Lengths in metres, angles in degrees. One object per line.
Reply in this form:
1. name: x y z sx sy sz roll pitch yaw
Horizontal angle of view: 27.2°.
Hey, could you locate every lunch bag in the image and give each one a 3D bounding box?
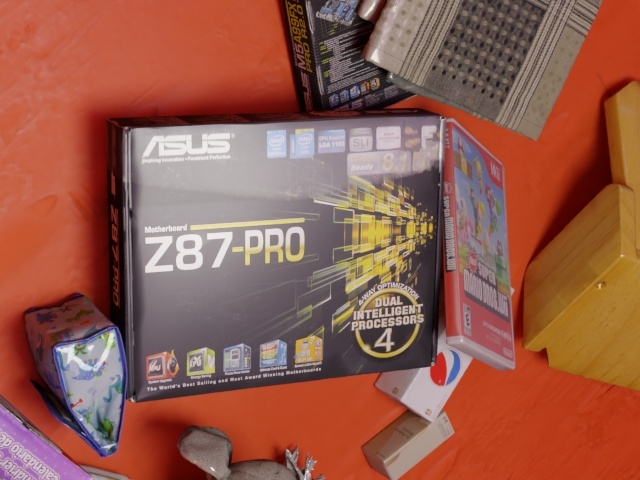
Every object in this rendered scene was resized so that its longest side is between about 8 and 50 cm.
1. lunch bag: -0.271 0.155 1.487 0.096 0.129 0.151 -18 114 -21

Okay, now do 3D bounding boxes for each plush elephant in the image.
1. plush elephant: -0.091 0.364 1.570 0.330 0.271 0.255 -61 167 -22

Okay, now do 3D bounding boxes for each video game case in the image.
1. video game case: 0.199 0.010 1.682 0.204 0.025 0.285 29 56 -60

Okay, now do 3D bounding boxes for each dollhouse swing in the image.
1. dollhouse swing: 0.478 0.001 1.939 0.346 0.305 0.315 15 134 -27

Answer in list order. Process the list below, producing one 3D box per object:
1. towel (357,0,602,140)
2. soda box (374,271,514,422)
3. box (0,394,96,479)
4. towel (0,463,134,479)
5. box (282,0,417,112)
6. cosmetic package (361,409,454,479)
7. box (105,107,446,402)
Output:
1. towel: 0.213 -0.311 1.611 0.312 0.056 0.324 20 96 -36
2. soda box: 0.168 0.132 1.796 0.074 0.069 0.216 36 82 -34
3. box: -0.364 0.160 1.329 0.057 0.293 0.201 -51 123 -12
4. towel: -0.407 0.385 1.496 0.374 0.090 0.321 21 89 -35
5. box: 0.087 -0.281 1.619 0.270 0.060 0.216 -25 121 -25
6. cosmetic package: 0.120 0.273 1.811 0.115 0.060 0.041 -36 119 -21
7. box: -0.049 0.009 1.552 0.394 0.097 0.318 -3 102 -21
